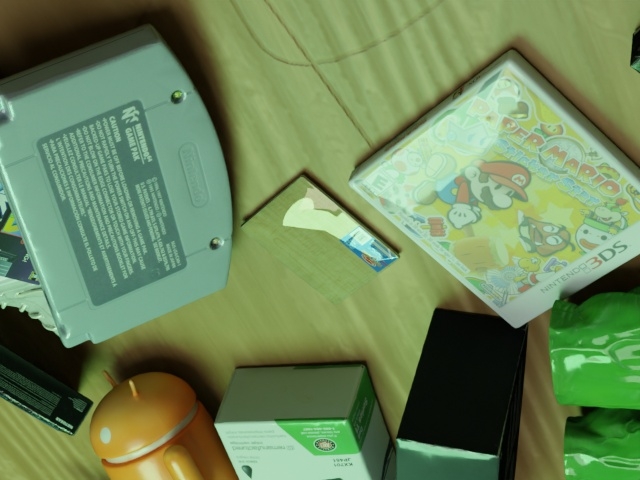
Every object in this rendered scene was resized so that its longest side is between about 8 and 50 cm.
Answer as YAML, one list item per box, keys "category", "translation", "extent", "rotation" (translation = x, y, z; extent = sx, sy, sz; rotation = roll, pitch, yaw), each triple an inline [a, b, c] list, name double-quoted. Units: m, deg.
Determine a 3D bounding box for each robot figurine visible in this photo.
- category: "robot figurine"
  translation: [-0.165, 0.234, 1.528]
  extent: [0.128, 0.158, 0.219]
  rotation: [-22, 107, 20]

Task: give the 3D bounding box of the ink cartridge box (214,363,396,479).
- category: "ink cartridge box"
  translation: [-0.004, 0.236, 1.520]
  extent: [0.153, 0.087, 0.208]
  rotation: [-5, 128, 21]

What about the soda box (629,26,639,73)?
- category: "soda box"
  translation: [0.331, -0.123, 1.145]
  extent: [0.169, 0.053, 0.060]
  rotation: [34, 129, -14]

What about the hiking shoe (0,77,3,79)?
- category: "hiking shoe"
  translation: [-0.346, -0.092, 1.346]
  extent: [0.114, 0.086, 0.227]
  rotation: [-5, 127, 17]

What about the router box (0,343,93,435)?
- category: "router box"
  translation: [-0.336, 0.144, 1.523]
  extent: [0.179, 0.046, 0.133]
  rotation: [34, 166, -12]

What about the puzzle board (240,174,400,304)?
- category: "puzzle board"
  translation: [0.000, 0.000, 1.373]
  extent: [0.128, 0.011, 0.096]
  rotation: [39, 127, -18]

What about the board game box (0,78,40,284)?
- category: "board game box"
  translation: [-0.283, -0.052, 1.295]
  extent: [0.141, 0.048, 0.170]
  rotation: [17, 108, -44]

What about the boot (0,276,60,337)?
- category: "boot"
  translation: [-0.296, 0.056, 1.446]
  extent: [0.258, 0.095, 0.123]
  rotation: [-12, 118, 24]

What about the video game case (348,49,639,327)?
- category: "video game case"
  translation: [0.174, -0.038, 1.281]
  extent: [0.227, 0.026, 0.206]
  rotation: [40, 128, -17]

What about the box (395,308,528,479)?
- category: "box"
  translation: [0.137, 0.228, 1.408]
  extent: [0.103, 0.184, 0.261]
  rotation: [7, 130, 10]

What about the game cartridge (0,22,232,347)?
- category: "game cartridge"
  translation: [-0.182, -0.047, 1.289]
  extent: [0.196, 0.060, 0.294]
  rotation: [-21, 132, -11]

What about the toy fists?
- category: "toy fists"
  translation: [0.303, 0.154, 1.357]
  extent: [0.142, 0.096, 0.279]
  rotation: [1, 129, 18]
